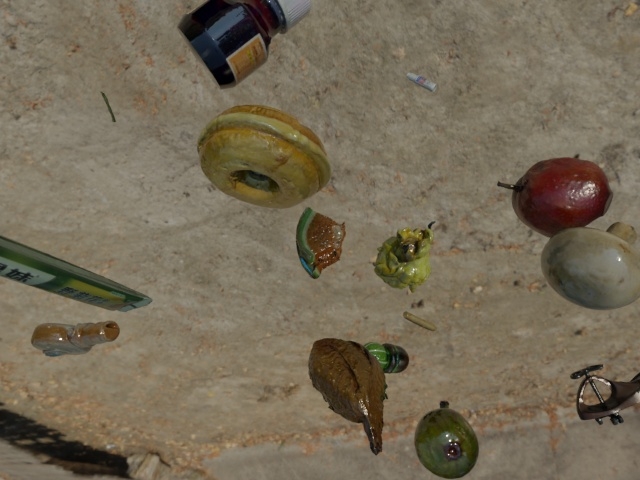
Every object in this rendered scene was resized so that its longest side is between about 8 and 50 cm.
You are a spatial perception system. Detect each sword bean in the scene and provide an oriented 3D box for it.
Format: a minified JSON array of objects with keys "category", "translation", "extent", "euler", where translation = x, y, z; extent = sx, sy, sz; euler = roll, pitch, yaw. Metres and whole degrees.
[{"category":"sword bean","translation":[-0.553,-0.348,1.053],"extent":[0.012,0.012,0.083],"euler":[-3,131,2]}]

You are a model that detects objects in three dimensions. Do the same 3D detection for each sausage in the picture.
[{"category":"sausage","translation":[0.295,0.241,1.191],"extent":[0.132,0.024,0.024],"euler":[29,128,-26]}]

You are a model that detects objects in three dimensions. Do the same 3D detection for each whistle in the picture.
[{"category":"whistle","translation":[-0.467,0.188,0.772],"extent":[0.219,0.057,0.107],"euler":[-14,149,26]}]

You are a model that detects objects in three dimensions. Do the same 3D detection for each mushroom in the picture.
[{"category":"mushroom","translation":[0.621,0.040,0.901],"extent":[0.215,0.207,0.207],"euler":[-42,135,-15]}]

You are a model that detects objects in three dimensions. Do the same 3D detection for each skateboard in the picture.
[{"category":"skateboard","translation":[0.438,0.212,0.585],"extent":[0.151,0.080,0.067],"euler":[-22,163,0]}]

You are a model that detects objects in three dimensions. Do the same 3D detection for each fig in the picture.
[{"category":"fig","translation":[0.301,0.481,1.004],"extent":[0.151,0.152,0.259],"euler":[-9,170,7]}]

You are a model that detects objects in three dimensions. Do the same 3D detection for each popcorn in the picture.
[{"category":"popcorn","translation":[0.245,0.042,1.173],"extent":[0.173,0.168,0.195],"euler":[-12,125,-26]}]

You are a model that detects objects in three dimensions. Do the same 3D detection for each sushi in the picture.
[{"category":"sushi","translation":[0.072,0.299,0.848],"extent":[0.149,0.287,0.140],"euler":[-21,116,-27]}]

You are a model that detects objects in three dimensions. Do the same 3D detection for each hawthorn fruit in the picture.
[{"category":"hawthorn fruit","translation":[0.608,-0.118,1.075],"extent":[0.265,0.211,0.230],"euler":[8,175,1]}]

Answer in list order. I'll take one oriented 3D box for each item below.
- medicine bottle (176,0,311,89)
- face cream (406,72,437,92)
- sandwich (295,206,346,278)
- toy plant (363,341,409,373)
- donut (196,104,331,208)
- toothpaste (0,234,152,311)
[{"category":"medicine bottle","translation":[-0.214,-0.657,1.229],"extent":[0.395,0.242,0.243],"euler":[-37,132,-7]},{"category":"face cream","translation":[0.397,-0.629,1.597],"extent":[0.130,0.034,0.034],"euler":[36,139,20]},{"category":"sandwich","translation":[-0.010,0.003,1.256],"extent":[0.159,0.235,0.079],"euler":[4,151,19]},{"category":"toy plant","translation":[0.182,0.353,1.219],"extent":[0.162,0.093,0.093],"euler":[14,134,-23]},{"category":"donut","translation":[-0.177,-0.249,1.280],"extent":[0.448,0.198,0.449],"euler":[13,158,5]},{"category":"toothpaste","translation":[-0.250,0.033,0.379],"extent":[0.049,0.032,0.204],"euler":[-19,149,17]}]
